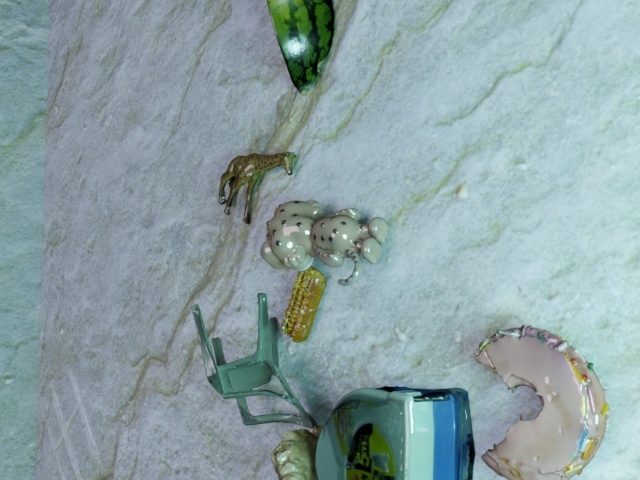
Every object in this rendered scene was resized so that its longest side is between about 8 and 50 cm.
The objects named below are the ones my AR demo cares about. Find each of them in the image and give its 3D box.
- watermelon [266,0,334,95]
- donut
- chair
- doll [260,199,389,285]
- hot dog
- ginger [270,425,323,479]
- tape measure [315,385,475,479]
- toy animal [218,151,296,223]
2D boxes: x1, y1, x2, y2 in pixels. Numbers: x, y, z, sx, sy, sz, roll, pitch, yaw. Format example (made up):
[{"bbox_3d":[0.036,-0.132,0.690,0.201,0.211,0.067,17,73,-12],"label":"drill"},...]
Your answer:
[{"bbox_3d":[-0.035,-0.483,1.593,0.128,0.159,0.303,-15,72,8],"label":"watermelon"},{"bbox_3d":[0.323,0.238,1.087,0.199,0.085,0.233,-8,80,49],"label":"donut"},{"bbox_3d":[-0.131,0.264,1.529,0.203,0.190,0.274,76,179,-62],"label":"chair"},{"bbox_3d":[0.001,-0.002,1.458,0.278,0.119,0.154,13,68,43],"label":"doll"},{"bbox_3d":[-0.034,0.128,1.546,0.071,0.045,0.165,34,112,47],"label":"hot dog"},{"bbox_3d":[-0.029,0.410,1.386,0.137,0.213,0.074,46,120,26],"label":"ginger"},{"bbox_3d":[0.115,0.372,1.278,0.262,0.138,0.259,-3,83,49],"label":"tape measure"},{"bbox_3d":[-0.152,-0.146,1.710,0.275,0.054,0.149,-42,59,38],"label":"toy animal"}]
